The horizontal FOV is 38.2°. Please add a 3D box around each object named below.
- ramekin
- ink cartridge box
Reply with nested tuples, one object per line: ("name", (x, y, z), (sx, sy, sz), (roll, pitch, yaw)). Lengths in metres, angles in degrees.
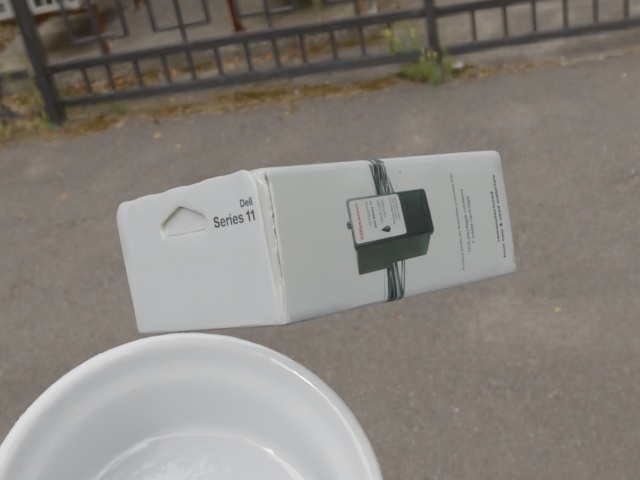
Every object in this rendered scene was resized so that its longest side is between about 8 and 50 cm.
("ramekin", (-0.095, 0.219, 0.671), (0.277, 0.135, 0.277), (2, 57, -3))
("ink cartridge box", (0.000, 0.000, 0.590), (0.208, 0.086, 0.153), (-8, -1, -42))
